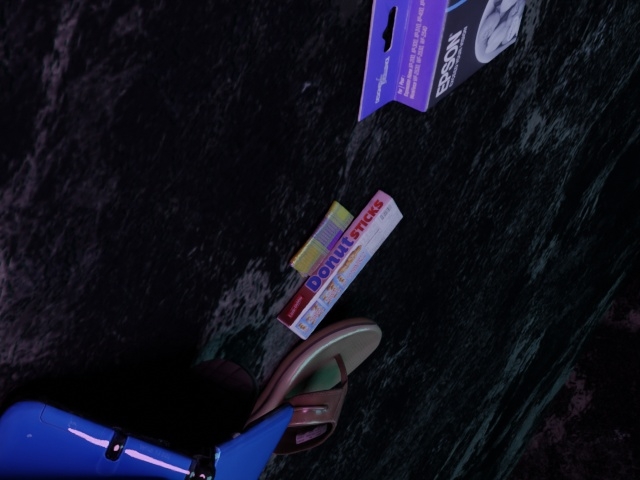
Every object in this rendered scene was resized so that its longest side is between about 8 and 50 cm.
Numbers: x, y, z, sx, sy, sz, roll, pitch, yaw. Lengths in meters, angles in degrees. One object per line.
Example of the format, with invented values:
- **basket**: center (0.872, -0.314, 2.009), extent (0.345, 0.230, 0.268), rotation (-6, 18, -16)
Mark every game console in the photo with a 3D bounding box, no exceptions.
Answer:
- **game console**: center (-0.191, 0.253, 0.993), extent (0.293, 0.250, 0.173), rotation (-62, -167, 20)

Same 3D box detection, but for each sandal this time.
- **sandal**: center (-0.032, 0.210, 1.284), extent (0.303, 0.086, 0.120), rotation (-45, 154, -17)

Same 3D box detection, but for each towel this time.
- **towel**: center (0.000, 0.000, 1.146), extent (0.083, 0.009, 0.060), rotation (-54, 157, -1)

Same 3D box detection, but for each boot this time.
- **boot**: center (-0.112, 0.219, 1.134), extent (0.246, 0.083, 0.161), rotation (-57, 152, 15)

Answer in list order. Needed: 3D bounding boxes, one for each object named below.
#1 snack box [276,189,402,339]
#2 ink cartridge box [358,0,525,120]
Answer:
- **snack box**: center (0.023, 0.028, 1.215), extent (0.178, 0.022, 0.064), rotation (-51, 158, -5)
- **ink cartridge box**: center (0.124, -0.221, 1.024), extent (0.208, 0.045, 0.206), rotation (-39, 154, -28)
